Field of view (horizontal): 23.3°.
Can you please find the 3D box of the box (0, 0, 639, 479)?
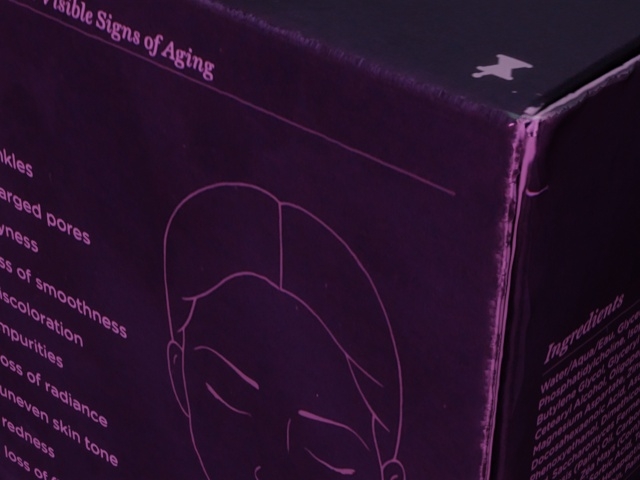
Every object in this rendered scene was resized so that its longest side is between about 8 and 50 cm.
[{"bbox_3d":[0.000,0.000,1.025,0.480,0.472,0.297,26,42,32],"label":"box"}]
